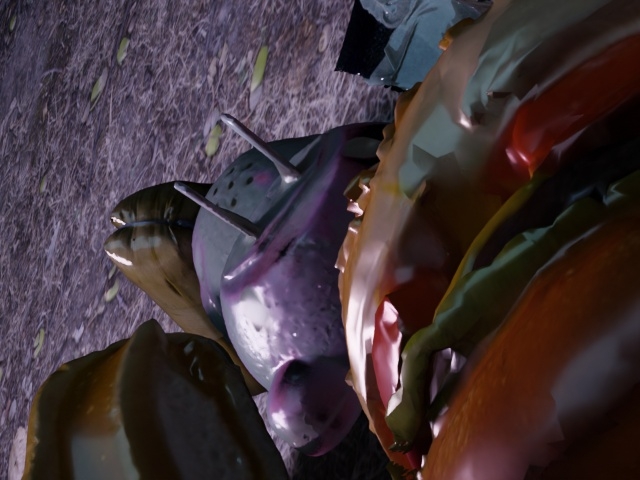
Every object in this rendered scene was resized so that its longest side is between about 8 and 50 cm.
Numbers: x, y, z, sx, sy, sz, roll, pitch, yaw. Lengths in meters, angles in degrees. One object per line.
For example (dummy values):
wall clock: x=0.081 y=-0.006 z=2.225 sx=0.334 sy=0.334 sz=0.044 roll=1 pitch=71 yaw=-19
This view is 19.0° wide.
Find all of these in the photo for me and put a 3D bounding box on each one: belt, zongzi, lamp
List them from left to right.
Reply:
zongzi: x=-0.070 y=-0.030 z=1.588 sx=0.115 sy=0.228 sz=0.256 roll=-7 pitch=54 yaw=29
lamp: x=0.000 y=0.000 z=1.329 sx=0.247 sy=0.247 sz=0.301 roll=-52 pitch=19 yaw=-4
belt: x=0.091 y=-0.127 z=1.304 sx=0.198 sy=0.151 sz=0.078 roll=25 pitch=99 yaw=66

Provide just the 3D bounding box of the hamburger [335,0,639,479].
hamburger: x=0.172 y=0.041 z=0.743 sx=0.330 sy=0.330 sz=0.250 roll=-60 pitch=29 yaw=35

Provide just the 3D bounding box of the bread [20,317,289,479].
bread: x=-0.135 y=0.250 z=1.455 sx=0.341 sy=0.210 sz=0.300 roll=113 pitch=141 yaw=-64
